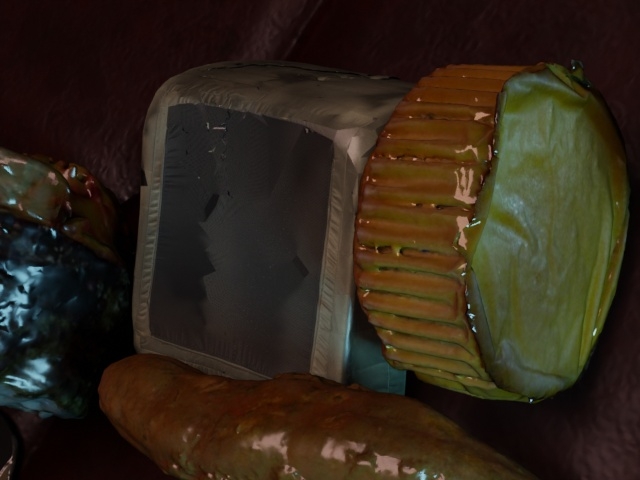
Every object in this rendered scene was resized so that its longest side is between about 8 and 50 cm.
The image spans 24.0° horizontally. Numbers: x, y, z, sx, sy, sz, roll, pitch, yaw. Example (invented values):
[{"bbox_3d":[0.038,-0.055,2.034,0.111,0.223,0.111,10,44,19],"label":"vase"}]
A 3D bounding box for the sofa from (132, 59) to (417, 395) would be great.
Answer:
[{"bbox_3d":[0.000,0.000,0.998,0.210,0.176,0.225,12,103,37],"label":"sofa"}]

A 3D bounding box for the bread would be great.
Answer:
[{"bbox_3d":[0.098,-0.006,0.869,0.104,0.199,0.199,6,71,38],"label":"bread"}]

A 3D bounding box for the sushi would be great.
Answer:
[{"bbox_3d":[-0.259,0.015,1.054,0.343,0.196,0.182,4,78,53],"label":"sushi"}]

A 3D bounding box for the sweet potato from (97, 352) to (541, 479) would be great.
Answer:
[{"bbox_3d":[0.015,0.128,0.844,0.355,0.106,0.095,17,79,20],"label":"sweet potato"}]

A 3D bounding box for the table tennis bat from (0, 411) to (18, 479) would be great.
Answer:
[{"bbox_3d":[-0.253,0.179,1.117,0.158,0.014,0.095,33,87,41],"label":"table tennis bat"}]
